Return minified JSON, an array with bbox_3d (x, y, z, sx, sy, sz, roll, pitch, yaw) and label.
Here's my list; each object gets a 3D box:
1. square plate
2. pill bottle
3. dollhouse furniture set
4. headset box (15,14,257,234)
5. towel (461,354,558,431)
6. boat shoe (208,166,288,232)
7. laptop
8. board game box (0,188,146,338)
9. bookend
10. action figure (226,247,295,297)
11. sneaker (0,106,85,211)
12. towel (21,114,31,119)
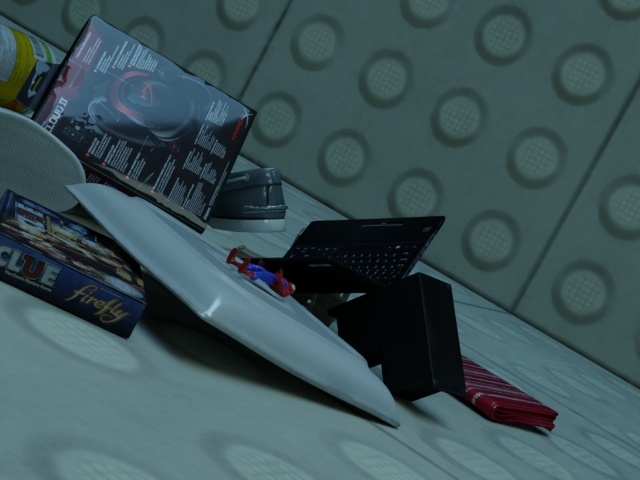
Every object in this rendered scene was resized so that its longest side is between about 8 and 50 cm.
[{"bbox_3d":[-0.094,0.061,1.627,0.347,0.049,0.344,34,3,-43],"label":"square plate"},{"bbox_3d":[-0.570,-0.304,2.357,0.136,0.136,0.246,33,8,36],"label":"pill bottle"},{"bbox_3d":[-0.037,0.035,2.073,0.182,0.101,0.161,29,6,4],"label":"dollhouse furniture set"},{"bbox_3d":[-0.262,-0.146,1.900,0.293,0.218,0.110,30,-34,-14],"label":"headset box"},{"bbox_3d":[0.206,0.202,2.115,0.275,0.031,0.199,31,8,38],"label":"towel"},{"bbox_3d":[-0.170,-0.076,2.086,0.319,0.099,0.116,11,12,44],"label":"boat shoe"},{"bbox_3d":[0.000,0.000,1.919,0.234,0.264,0.136,-1,-54,36],"label":"laptop"},{"bbox_3d":[-0.267,0.019,1.472,0.165,0.042,0.243,27,6,-14],"label":"board game box"},{"bbox_3d":[0.097,0.143,1.824,0.072,0.156,0.157,22,53,-45],"label":"bookend"},{"bbox_3d":[-0.061,0.040,1.607,0.038,0.030,0.115,31,-4,36],"label":"action figure"},{"bbox_3d":[-0.424,-0.136,1.760,0.293,0.108,0.169,26,10,-11],"label":"sneaker"},{"bbox_3d":[-0.437,-0.163,2.293,0.110,0.027,0.148,24,8,-25],"label":"towel"}]
